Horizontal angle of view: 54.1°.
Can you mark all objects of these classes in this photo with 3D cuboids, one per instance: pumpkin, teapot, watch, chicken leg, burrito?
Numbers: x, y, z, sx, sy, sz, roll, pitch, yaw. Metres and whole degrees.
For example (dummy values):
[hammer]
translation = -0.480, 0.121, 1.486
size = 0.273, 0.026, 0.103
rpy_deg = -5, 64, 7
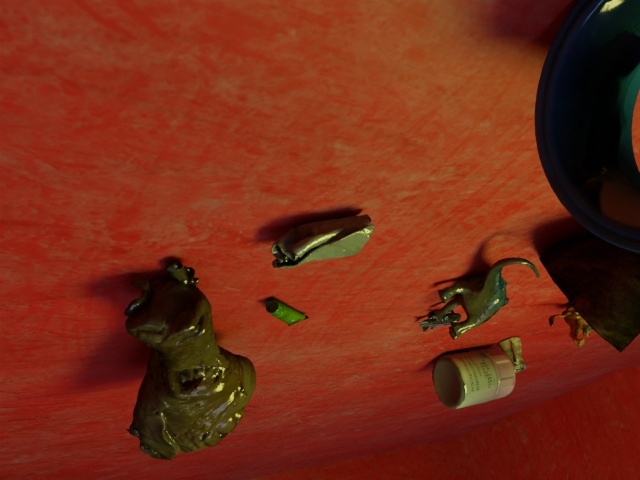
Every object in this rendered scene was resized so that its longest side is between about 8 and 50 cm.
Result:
[pumpkin]
translation = 0.452, 0.033, 0.974
size = 0.169, 0.148, 0.312
rpy_deg = -47, 179, 18
[teapot]
translation = 0.484, 0.287, 1.567
size = 0.057, 0.083, 0.067
rpy_deg = -14, 157, 4
[watch]
translation = 0.305, -0.066, 0.480
size = 0.241, 0.274, 0.305
rpy_deg = 3, 117, -36
[chicken leg]
translation = -0.190, 0.175, 0.866
size = 0.201, 0.152, 0.429
rpy_deg = -4, 145, -8
[burrito]
translation = -0.001, 0.002, 0.732
size = 0.118, 0.044, 0.074
rpy_deg = -9, 157, -22

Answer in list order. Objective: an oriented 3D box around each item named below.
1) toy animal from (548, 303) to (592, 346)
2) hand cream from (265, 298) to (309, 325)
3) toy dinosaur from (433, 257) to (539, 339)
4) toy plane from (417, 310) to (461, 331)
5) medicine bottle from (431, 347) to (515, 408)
[toy animal]
translation = 0.585, 0.169, 1.400
size = 0.255, 0.114, 0.116
rpy_deg = 10, -173, -37
[hand cream]
translation = -0.052, 0.112, 0.953
size = 0.036, 0.023, 0.122
rpy_deg = -25, 158, 9
[toy dinosaur]
translation = 0.272, 0.100, 1.073
size = 0.147, 0.076, 0.363
rpy_deg = -29, 159, 1
[toy plane]
translation = 0.226, 0.151, 1.190
size = 0.083, 0.031, 0.078
rpy_deg = -18, 155, 4
[medicine bottle]
translation = 0.377, 0.337, 1.543
size = 0.168, 0.135, 0.135
rpy_deg = -4, 152, -24
